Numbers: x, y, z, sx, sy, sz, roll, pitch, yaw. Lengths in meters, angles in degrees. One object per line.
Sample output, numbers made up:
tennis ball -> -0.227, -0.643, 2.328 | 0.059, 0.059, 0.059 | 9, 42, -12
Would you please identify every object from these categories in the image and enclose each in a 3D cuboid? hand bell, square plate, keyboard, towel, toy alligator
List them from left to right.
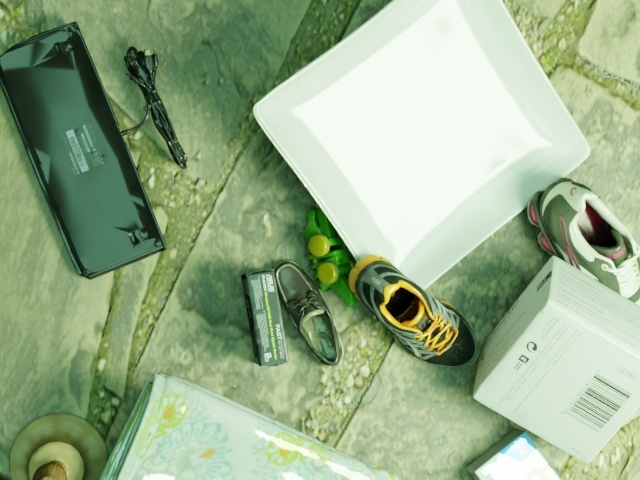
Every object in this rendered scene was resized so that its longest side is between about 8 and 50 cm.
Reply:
hand bell -> -0.316, 0.277, 1.746 | 0.126, 0.242, 0.126 | 0, 87, -8
keyboard -> -0.272, -0.128, 1.873 | 0.202, 0.033, 0.317 | -21, 92, -1
towel -> -0.117, 0.372, 1.820 | 0.374, 0.090, 0.320 | 27, 87, -17
toy alligator -> 0.000, 0.000, 1.897 | 0.051, 0.056, 0.189 | -22, 84, 35
square plate -> 0.133, -0.142, 1.873 | 0.347, 0.049, 0.344 | -39, 113, -7

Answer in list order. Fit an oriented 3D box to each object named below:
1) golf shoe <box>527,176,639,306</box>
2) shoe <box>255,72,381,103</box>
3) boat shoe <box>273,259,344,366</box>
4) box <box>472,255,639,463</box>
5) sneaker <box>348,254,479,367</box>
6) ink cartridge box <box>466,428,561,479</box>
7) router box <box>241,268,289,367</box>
golf shoe -> 0.372, 0.042, 1.897 | 0.105, 0.120, 0.273 | -40, 103, -12
shoe -> 0.016, -0.208, 1.890 | 0.219, 0.076, 0.058 | -32, 97, -5
boat shoe -> -0.012, 0.093, 1.889 | 0.056, 0.049, 0.152 | -32, 92, -7
box -> 0.318, 0.151, 1.856 | 0.182, 0.119, 0.181 | 30, 121, -5
sneaker -> 0.126, 0.104, 1.869 | 0.215, 0.083, 0.084 | 36, 91, -27
ink cartridge box -> 0.264, 0.322, 1.915 | 0.088, 0.052, 0.122 | -37, 94, -9
router box -> -0.071, 0.099, 1.860 | 0.038, 0.092, 0.122 | -10, 89, -8
